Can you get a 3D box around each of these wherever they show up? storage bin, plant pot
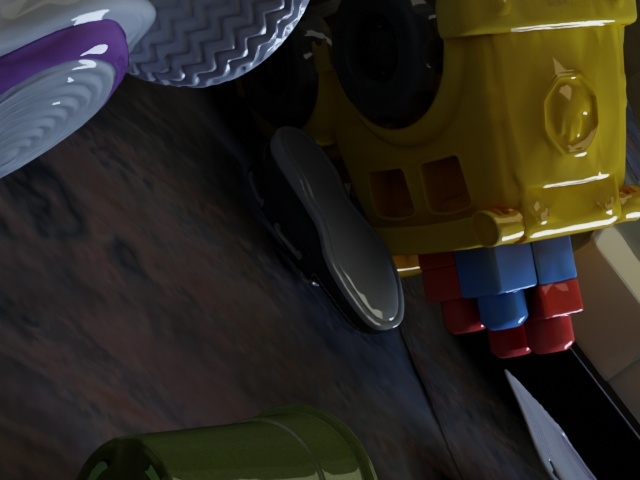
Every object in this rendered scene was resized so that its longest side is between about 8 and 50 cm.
[{"bbox_3d":[0.222,0.091,1.134,0.262,0.123,0.260,53,18,-5],"label":"storage bin"},{"bbox_3d":[-0.037,0.091,0.542,0.079,0.083,0.083,13,42,-46],"label":"plant pot"}]

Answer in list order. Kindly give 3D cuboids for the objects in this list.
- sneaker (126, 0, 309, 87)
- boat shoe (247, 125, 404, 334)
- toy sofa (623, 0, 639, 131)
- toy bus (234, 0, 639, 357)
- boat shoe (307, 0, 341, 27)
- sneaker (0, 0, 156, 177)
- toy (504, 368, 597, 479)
[{"bbox_3d":[-0.151,-0.212,0.728,0.366,0.137,0.210,42,7,-6],"label":"sneaker"},{"bbox_3d":[0.000,0.000,0.864,0.046,0.038,0.125,-7,59,-49],"label":"boat shoe"},{"bbox_3d":[0.178,-0.232,1.157,0.362,0.150,0.177,38,51,-14],"label":"toy sofa"},{"bbox_3d":[0.068,-0.038,0.916,0.149,0.220,0.211,-11,93,-37],"label":"toy bus"},{"bbox_3d":[0.052,-0.169,1.242,0.095,0.095,0.257,65,20,-8],"label":"boat shoe"},{"bbox_3d":[-0.153,-0.094,0.507,0.152,0.114,0.305,59,18,12],"label":"sneaker"},{"bbox_3d":[0.151,0.185,0.876,0.237,0.056,0.137,45,15,-41],"label":"toy"}]
